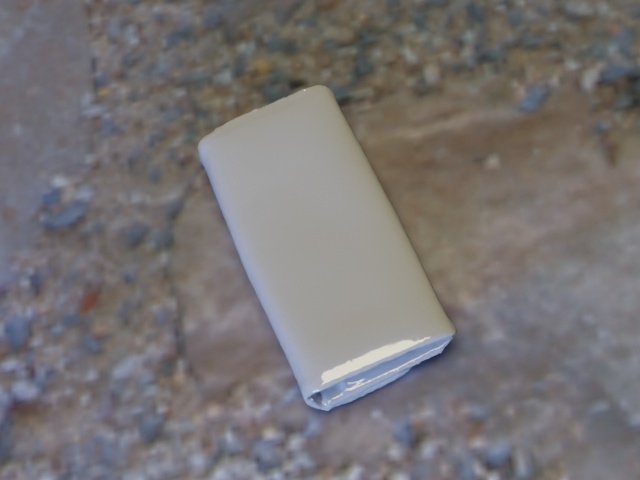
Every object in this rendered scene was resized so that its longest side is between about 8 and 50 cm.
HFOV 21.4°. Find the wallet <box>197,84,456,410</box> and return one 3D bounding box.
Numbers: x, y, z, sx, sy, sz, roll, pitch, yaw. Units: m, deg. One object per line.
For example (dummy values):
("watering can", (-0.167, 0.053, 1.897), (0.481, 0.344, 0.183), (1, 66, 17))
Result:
("wallet", (0.000, 0.000, 0.637), (0.061, 0.025, 0.122), (-27, 60, 2))
